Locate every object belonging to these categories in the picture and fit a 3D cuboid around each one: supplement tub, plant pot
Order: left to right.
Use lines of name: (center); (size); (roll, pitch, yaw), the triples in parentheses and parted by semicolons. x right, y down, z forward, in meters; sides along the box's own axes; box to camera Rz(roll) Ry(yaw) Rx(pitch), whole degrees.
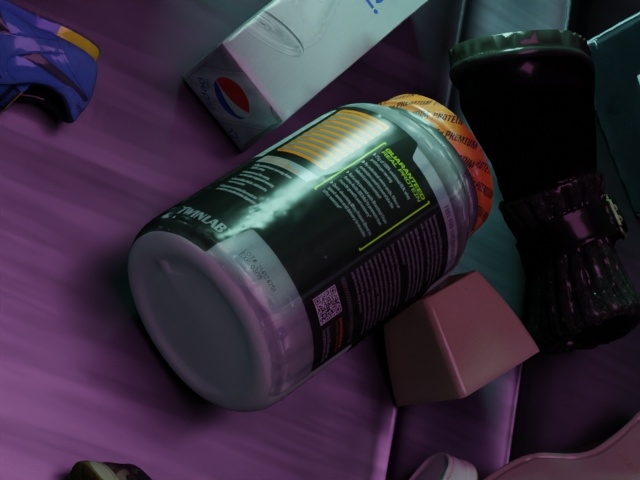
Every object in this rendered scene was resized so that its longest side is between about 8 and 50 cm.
supplement tub: (0.000, 0.000, 1.469); (0.316, 0.193, 0.194); (-33, 93, -33)
plant pot: (0.122, 0.089, 1.557); (0.109, 0.109, 0.096); (-27, 95, -34)

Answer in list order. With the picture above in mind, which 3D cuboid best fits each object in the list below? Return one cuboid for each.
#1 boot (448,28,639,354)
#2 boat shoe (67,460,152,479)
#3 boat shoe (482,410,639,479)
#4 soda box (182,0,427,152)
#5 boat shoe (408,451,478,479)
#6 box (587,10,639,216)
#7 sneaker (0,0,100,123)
boot: (0.223, -0.039, 1.564); (0.348, 0.131, 0.260); (38, 45, -66)
boat shoe: (-0.125, 0.257, 1.335); (0.073, 0.080, 0.223); (-11, 43, -41)
boat shoe: (0.267, 0.252, 1.608); (0.335, 0.095, 0.112); (-21, 55, -30)
soda box: (0.002, -0.212, 1.599); (0.286, 0.091, 0.098); (-42, 97, -33)
boat shoe: (0.044, 0.285, 1.461); (0.096, 0.098, 0.277); (45, 59, -12)
box: (0.541, -0.199, 1.795); (0.395, 0.293, 0.212); (-15, 83, -34)
sneaker: (-0.294, -0.168, 1.424); (0.209, 0.069, 0.082); (23, 68, -23)
